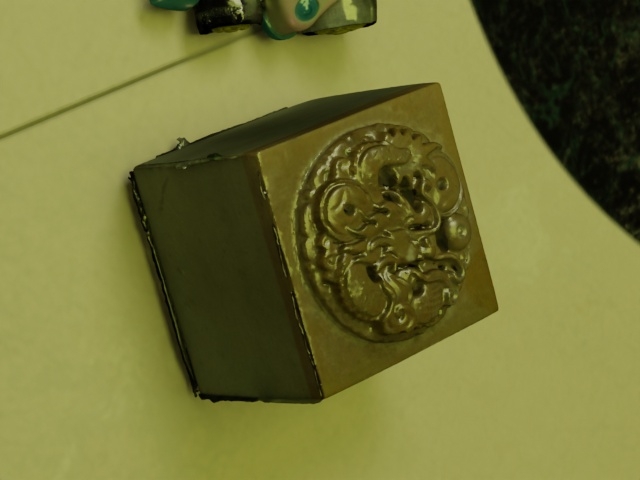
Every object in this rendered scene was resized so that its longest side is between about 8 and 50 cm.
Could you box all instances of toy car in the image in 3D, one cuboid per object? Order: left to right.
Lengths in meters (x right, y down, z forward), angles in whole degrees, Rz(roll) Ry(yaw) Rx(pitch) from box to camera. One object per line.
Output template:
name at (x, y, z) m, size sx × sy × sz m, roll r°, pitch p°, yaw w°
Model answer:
toy car at (-0.017, -0.183, 1.052) m, size 0.161 × 0.098 × 0.126 m, roll -9°, pitch 91°, yaw -38°

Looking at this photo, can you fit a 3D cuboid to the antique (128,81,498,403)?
antique at (0.000, 0.000, 1.028) m, size 0.152 × 0.148 × 0.147 m, roll -24°, pitch 104°, yaw -37°
